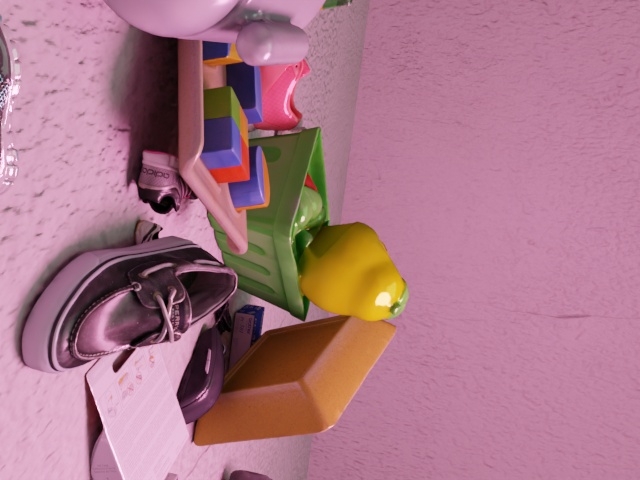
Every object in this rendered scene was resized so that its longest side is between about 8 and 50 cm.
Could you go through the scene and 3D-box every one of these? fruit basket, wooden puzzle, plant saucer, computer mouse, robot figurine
[{"bbox_3d":[0.000,0.000,1.443,0.392,0.392,0.282,83,18,-60],"label":"fruit basket"},{"bbox_3d":[-0.131,-0.182,1.097,0.348,0.081,0.322,78,7,-70],"label":"wooden puzzle"},{"bbox_3d":[-0.060,0.249,1.484,0.081,0.333,0.333,63,36,-15],"label":"plant saucer"},{"bbox_3d":[-0.195,0.193,1.380,0.184,0.060,0.262,91,12,-45],"label":"computer mouse"},{"bbox_3d":[-0.113,-0.314,0.822,0.200,0.300,0.353,-37,173,27],"label":"robot figurine"}]

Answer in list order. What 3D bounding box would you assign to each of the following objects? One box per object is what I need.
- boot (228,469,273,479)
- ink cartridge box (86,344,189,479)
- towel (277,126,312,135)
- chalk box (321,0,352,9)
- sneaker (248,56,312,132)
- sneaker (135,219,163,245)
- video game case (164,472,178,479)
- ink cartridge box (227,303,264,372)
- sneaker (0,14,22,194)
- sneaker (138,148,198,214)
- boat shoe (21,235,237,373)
[{"bbox_3d":[-0.190,0.795,1.726,0.367,0.146,0.445,74,22,-51],"label":"boot"},{"bbox_3d":[-0.267,0.239,1.075,0.189,0.066,0.232,-62,138,-63],"label":"ink cartridge box"},{"bbox_3d":[-0.068,-0.179,1.845,0.282,0.049,0.187,-36,133,-76],"label":"towel"},{"bbox_3d":[-0.055,-0.483,1.092,0.180,0.179,0.288,-69,150,-54],"label":"chalk box"},{"bbox_3d":[-0.077,-0.338,1.339,0.116,0.136,0.313,-65,162,-62],"label":"sneaker"},{"bbox_3d":[-0.233,0.015,1.040,0.032,0.037,0.083,-56,155,-74],"label":"sneaker"},{"bbox_3d":[-0.283,0.524,1.219,0.210,0.042,0.232,-60,157,-70],"label":"video game case"},{"bbox_3d":[-0.165,0.249,1.667,0.097,0.046,0.207,-35,133,-79],"label":"ink cartridge box"},{"bbox_3d":[-0.275,-0.104,0.590,0.076,0.065,0.166,-52,149,-64],"label":"sneaker"},{"bbox_3d":[-0.207,-0.070,1.046,0.170,0.063,0.074,50,57,-80],"label":"sneaker"},{"bbox_3d":[-0.205,0.068,0.917,0.335,0.119,0.121,-38,140,-62],"label":"boat shoe"}]
